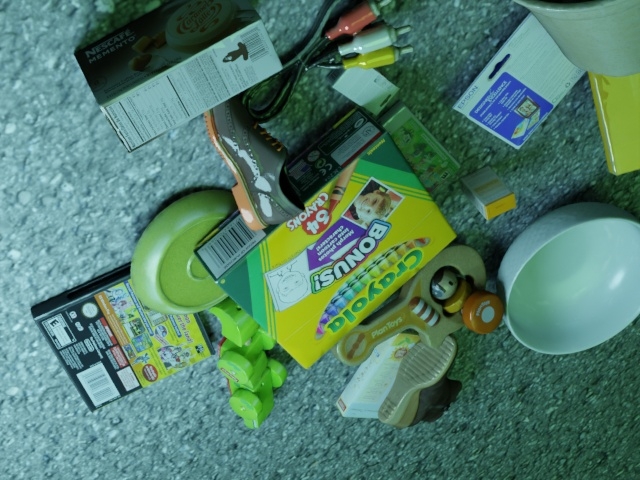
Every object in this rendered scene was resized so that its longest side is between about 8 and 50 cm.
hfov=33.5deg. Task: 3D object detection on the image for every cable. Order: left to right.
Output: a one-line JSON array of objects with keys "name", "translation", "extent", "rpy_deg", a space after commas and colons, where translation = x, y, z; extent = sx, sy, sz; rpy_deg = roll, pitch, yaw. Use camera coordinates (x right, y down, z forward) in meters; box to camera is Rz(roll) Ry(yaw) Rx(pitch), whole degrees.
[{"name": "cable", "translation": [-0.005, -0.280, 1.608], "extent": [0.287, 0.072, 0.139], "rpy_deg": [-30, 125, -1]}]

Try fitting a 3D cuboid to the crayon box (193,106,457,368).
[{"name": "crayon box", "translation": [0.018, 0.005, 1.799], "extent": [0.363, 0.106, 0.313], "rpy_deg": [-41, 135, 0]}]

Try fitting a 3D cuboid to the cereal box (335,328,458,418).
[{"name": "cereal box", "translation": [0.159, 0.276, 2.231], "extent": [0.173, 0.047, 0.240], "rpy_deg": [11, 122, -38]}]

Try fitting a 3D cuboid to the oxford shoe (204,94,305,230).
[{"name": "oxford shoe", "translation": [-0.101, -0.149, 1.604], "extent": [0.098, 0.097, 0.271], "rpy_deg": [-13, 116, 18]}]

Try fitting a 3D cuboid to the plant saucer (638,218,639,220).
[{"name": "plant saucer", "translation": [0.656, 0.040, 2.311], "extent": [0.188, 0.045, 0.188], "rpy_deg": [-46, 136, 13]}]

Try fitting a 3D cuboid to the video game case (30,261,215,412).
[{"name": "video game case", "translation": [-0.334, 0.159, 1.844], "extent": [0.248, 0.035, 0.275], "rpy_deg": [-25, 136, -9]}]

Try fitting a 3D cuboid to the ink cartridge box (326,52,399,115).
[{"name": "ink cartridge box", "translation": [0.069, -0.253, 1.710], "extent": [0.063, 0.029, 0.115], "rpy_deg": [-48, 136, 15]}]

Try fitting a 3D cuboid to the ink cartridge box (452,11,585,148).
[{"name": "ink cartridge box", "translation": [0.343, -0.279, 1.835], "extent": [0.208, 0.045, 0.206], "rpy_deg": [23, 114, -44]}]

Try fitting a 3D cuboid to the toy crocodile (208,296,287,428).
[{"name": "toy crocodile", "translation": [-0.140, 0.234, 1.980], "extent": [0.115, 0.105, 0.340], "rpy_deg": [-54, 153, -31]}]

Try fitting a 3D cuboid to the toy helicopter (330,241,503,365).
[{"name": "toy helicopter", "translation": [0.167, 0.115, 2.016], "extent": [0.355, 0.140, 0.235], "rpy_deg": [-29, 116, -21]}]

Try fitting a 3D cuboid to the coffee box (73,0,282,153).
[{"name": "coffee box", "translation": [-0.198, -0.249, 1.475], "extent": [0.246, 0.141, 0.098], "rpy_deg": [-29, 138, -3]}]

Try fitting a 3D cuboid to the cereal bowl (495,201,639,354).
[{"name": "cereal bowl", "translation": [0.505, 0.060, 2.150], "extent": [0.339, 0.141, 0.339], "rpy_deg": [-8, 124, -13]}]

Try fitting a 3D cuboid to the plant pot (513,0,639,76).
[{"name": "plant pot", "translation": [0.429, -0.413, 1.600], "extent": [0.334, 0.334, 0.305], "rpy_deg": [-39, 149, 6]}]

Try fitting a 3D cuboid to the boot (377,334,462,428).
[{"name": "boot", "translation": [0.238, 0.290, 2.216], "extent": [0.207, 0.090, 0.248], "rpy_deg": [9, 123, -53]}]

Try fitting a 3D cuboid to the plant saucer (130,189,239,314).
[{"name": "plant saucer", "translation": [-0.199, 0.030, 1.768], "extent": [0.241, 0.037, 0.241], "rpy_deg": [-21, 131, -27]}]

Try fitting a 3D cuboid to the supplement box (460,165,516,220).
[{"name": "supplement box", "translation": [0.307, -0.087, 1.949], "extent": [0.062, 0.098, 0.036], "rpy_deg": [-25, 133, -7]}]

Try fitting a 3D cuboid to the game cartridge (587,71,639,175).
[{"name": "game cartridge", "translation": [0.604, -0.303, 1.828], "extent": [0.285, 0.053, 0.324], "rpy_deg": [-16, 104, 2]}]

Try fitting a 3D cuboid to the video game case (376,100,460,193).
[{"name": "video game case", "translation": [0.124, -0.122, 1.865], "extent": [0.193, 0.023, 0.212], "rpy_deg": [-41, 137, 9]}]
